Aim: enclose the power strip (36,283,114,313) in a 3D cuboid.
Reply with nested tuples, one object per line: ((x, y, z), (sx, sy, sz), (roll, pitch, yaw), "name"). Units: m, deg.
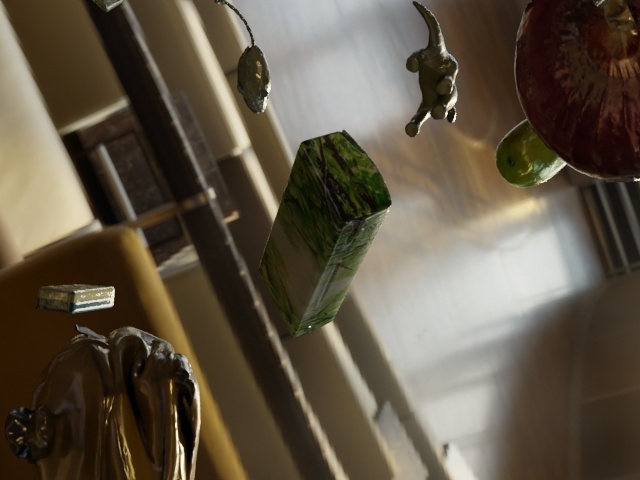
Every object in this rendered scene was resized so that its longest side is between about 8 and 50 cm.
((-0.334, 0.079, 1.563), (0.123, 0.056, 0.032), (-1, 97, -72), "power strip")

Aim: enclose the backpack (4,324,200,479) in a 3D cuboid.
((-0.237, 0.286, 1.316), (0.353, 0.201, 0.378), (107, -20, -71), "backpack")

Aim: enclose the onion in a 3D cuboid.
((0.366, -0.184, 1.366), (0.272, 0.256, 0.231), (1, 79, -37), "onion")

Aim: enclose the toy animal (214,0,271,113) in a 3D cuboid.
((-0.152, -0.390, 2.377), (0.079, 0.070, 0.253), (-61, 138, -73), "toy animal")

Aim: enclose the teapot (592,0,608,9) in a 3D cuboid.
((0.362, -0.350, 1.004), (0.270, 0.337, 0.200), (58, 19, -14), "teapot")

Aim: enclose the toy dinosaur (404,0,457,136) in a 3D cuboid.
((0.175, -0.257, 1.684), (0.188, 0.075, 0.248), (-61, 149, -54), "toy dinosaur")

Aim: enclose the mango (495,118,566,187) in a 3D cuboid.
((0.328, -0.146, 1.665), (0.089, 0.163, 0.117), (48, -3, 21), "mango")

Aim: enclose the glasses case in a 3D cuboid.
((0.000, 0.000, 1.152), (0.095, 0.062, 0.272), (63, -22, 19), "glasses case")

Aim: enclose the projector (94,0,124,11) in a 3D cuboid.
((-0.466, -0.564, 2.024), (0.259, 0.079, 0.257), (44, -19, 32), "projector")
